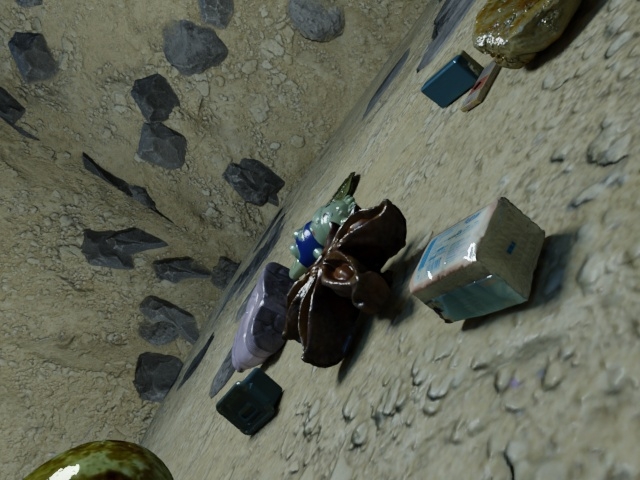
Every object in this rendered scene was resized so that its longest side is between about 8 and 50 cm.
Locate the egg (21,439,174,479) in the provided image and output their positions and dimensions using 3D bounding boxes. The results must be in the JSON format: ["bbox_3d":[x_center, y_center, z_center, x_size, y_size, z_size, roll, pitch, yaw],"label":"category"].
[{"bbox_3d":[-0.373,0.449,0.871,0.238,0.290,0.237,9,101,58],"label":"egg"}]

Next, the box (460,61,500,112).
[{"bbox_3d":[0.245,-0.236,0.830,0.083,0.012,0.046,-58,10,-15],"label":"box"}]

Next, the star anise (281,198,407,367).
[{"bbox_3d":[0.034,0.058,0.693,0.220,0.099,0.214,-23,49,66],"label":"star anise"}]

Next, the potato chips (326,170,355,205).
[{"bbox_3d":[0.035,-0.097,1.395,0.202,0.029,0.220,-56,7,-14],"label":"potato chips"}]

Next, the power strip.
[{"bbox_3d":[0.224,-0.273,0.927,0.032,0.056,0.123,-59,10,-17],"label":"power strip"}]

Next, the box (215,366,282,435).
[{"bbox_3d":[-0.106,0.246,0.843,0.099,0.074,0.054,-49,-2,38],"label":"box"}]

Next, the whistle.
[{"bbox_3d":[0.000,0.000,1.043,0.244,0.092,0.110,-46,25,44],"label":"whistle"}]

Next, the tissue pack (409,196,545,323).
[{"bbox_3d":[0.124,0.019,0.443,0.074,0.059,0.094,-59,10,-30],"label":"tissue pack"}]

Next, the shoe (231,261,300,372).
[{"bbox_3d":[-0.116,0.155,1.114,0.137,0.095,0.245,-47,20,36],"label":"shoe"}]

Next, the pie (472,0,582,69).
[{"bbox_3d":[0.276,-0.297,0.693,0.163,0.079,0.193,-23,33,56],"label":"pie"}]
